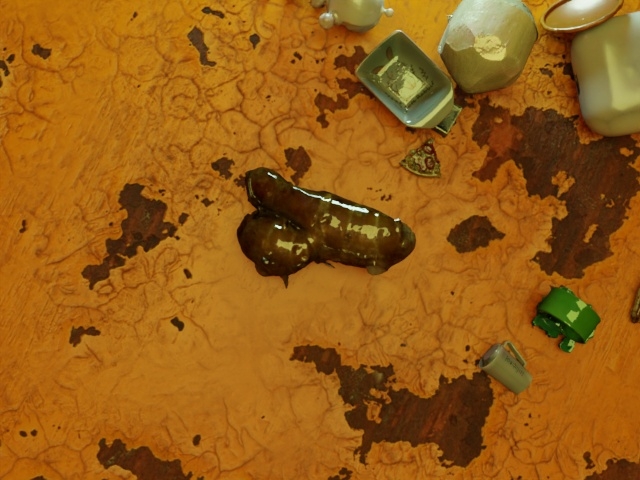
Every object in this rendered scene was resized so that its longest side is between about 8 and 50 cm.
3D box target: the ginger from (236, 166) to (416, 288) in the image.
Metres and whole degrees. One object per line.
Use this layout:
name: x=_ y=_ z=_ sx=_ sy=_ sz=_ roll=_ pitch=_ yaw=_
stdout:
ginger: x=0.000 y=0.000 z=1.673 sx=0.419 sy=0.176 sz=0.254 roll=16 pitch=90 yaw=2

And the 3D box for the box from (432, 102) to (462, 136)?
box: x=0.291 y=-0.304 z=1.776 sx=0.083 sy=0.035 sz=0.079 roll=30 pitch=85 yaw=-1

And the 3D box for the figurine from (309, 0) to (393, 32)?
figurine: x=0.052 y=-0.588 z=1.734 sx=0.257 sy=0.181 sz=0.144 roll=27 pitch=128 yaw=-8

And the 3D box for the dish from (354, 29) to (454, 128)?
dish: x=0.209 y=-0.366 z=1.745 sx=0.154 sy=0.064 sz=0.234 roll=-43 pitch=82 yaw=2

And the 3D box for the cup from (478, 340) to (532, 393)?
cup: x=0.445 y=0.294 z=1.743 sx=0.116 sy=0.074 sz=0.104 roll=40 pitch=57 yaw=-4

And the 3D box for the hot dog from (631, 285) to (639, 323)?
hot dog: x=0.786 y=0.147 z=1.786 sx=0.049 sy=0.037 sz=0.122 roll=22 pitch=91 yaw=-14

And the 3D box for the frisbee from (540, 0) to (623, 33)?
frisbee: x=0.625 y=-0.541 z=1.755 sx=0.192 sy=0.192 sz=0.035 roll=-31 pitch=124 yaw=-5

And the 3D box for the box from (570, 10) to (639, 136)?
box: x=0.787 y=-0.405 z=1.749 sx=0.349 sy=0.141 sz=0.288 roll=-10 pitch=84 yaw=4

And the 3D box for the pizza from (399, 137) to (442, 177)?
pizza: x=0.240 y=-0.192 z=1.770 sx=0.099 sy=0.029 sz=0.100 roll=-11 pitch=87 yaw=-3

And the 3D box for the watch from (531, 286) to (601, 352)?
watch: x=0.591 y=0.180 z=1.713 sx=0.165 sy=0.152 sz=0.131 roll=41 pitch=82 yaw=1

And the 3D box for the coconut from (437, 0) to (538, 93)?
coconut: x=0.382 y=-0.450 z=1.704 sx=0.224 sy=0.224 sz=0.234 roll=38 pitch=83 yaw=-1
